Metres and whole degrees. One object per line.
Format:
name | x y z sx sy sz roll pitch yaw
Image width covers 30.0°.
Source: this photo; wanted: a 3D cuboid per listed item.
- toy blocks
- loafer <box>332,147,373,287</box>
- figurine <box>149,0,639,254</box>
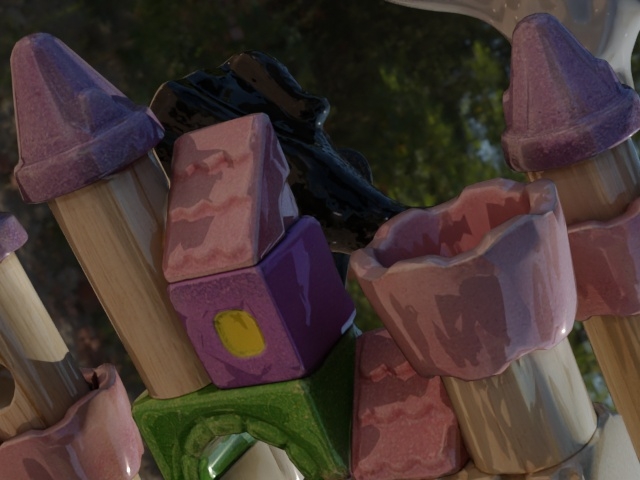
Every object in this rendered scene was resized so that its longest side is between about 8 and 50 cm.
toy blocks | -0.040 0.045 0.410 0.309 0.289 0.260 -45 117 -51
loafer | 0.000 0.000 1.370 0.078 0.080 0.220 -176 -78 -78
figurine | 0.043 -0.075 0.578 0.209 0.214 0.092 30 18 16
